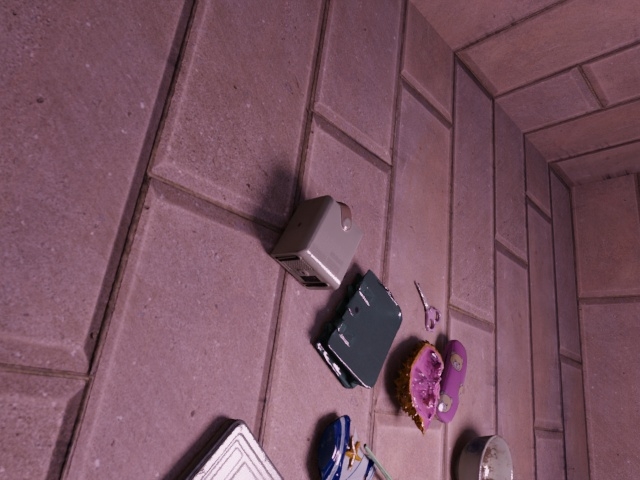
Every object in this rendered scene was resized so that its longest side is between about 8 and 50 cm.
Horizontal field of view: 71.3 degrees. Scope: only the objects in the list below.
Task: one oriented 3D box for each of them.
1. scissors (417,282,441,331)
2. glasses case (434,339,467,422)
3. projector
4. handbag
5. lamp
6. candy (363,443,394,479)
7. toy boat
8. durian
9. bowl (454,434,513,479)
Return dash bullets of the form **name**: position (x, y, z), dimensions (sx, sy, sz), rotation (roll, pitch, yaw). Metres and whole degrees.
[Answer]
- **scissors**: position (0.414, 0.255, 1.738), dimensions (0.110, 0.021, 0.212), rotation (-40, 110, -39)
- **glasses case**: position (0.485, 0.521, 1.673), dimensions (0.123, 0.076, 0.316), rotation (50, 50, -28)
- **projector**: position (0.000, 0.000, 1.268), dimensions (0.177, 0.163, 0.242), rotation (45, 55, -31)
- **handbag**: position (0.132, 0.277, 1.398), dimensions (0.238, 0.089, 0.326), rotation (54, 48, -21)
- **lamp**: position (-0.210, 0.590, 1.004), dimensions (0.269, 0.047, 0.266), rotation (-44, 114, -42)
- **candy**: position (0.214, 0.737, 1.378), dimensions (0.093, 0.092, 0.335), rotation (-37, 111, -15)
- **toy boat**: position (0.085, 0.644, 1.307), dimensions (0.291, 0.067, 0.220), rotation (48, 51, -42)
- **durian**: position (0.329, 0.475, 1.547), dimensions (0.191, 0.112, 0.341), rotation (48, 42, -16)
- **bowl**: position (0.609, 0.888, 1.712), dimensions (0.289, 0.146, 0.289), rotation (10, 76, -45)
